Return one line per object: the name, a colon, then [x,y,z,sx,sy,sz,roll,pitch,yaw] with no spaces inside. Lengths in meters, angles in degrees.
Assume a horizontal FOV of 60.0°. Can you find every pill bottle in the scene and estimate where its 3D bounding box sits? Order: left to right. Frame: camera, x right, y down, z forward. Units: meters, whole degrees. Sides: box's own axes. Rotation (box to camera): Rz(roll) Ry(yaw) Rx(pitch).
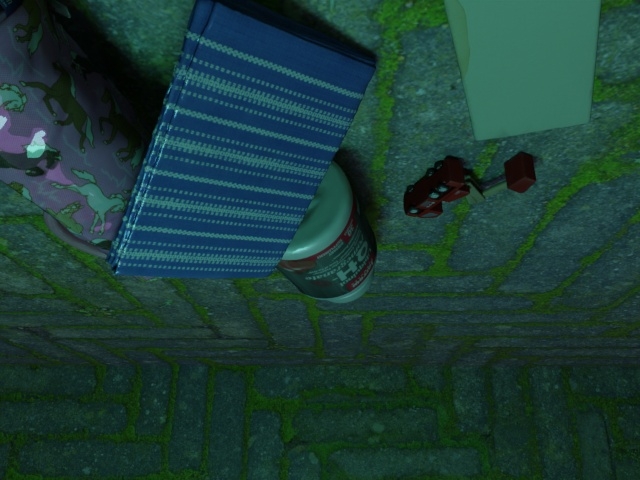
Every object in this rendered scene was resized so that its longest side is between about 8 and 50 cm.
pill bottle: [0.000,0.000,0.950,0.176,0.176,0.318,-6,156,15]

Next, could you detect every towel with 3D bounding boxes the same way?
towel: [-0.092,-0.094,0.653,0.243,0.040,0.336,5,123,-42]

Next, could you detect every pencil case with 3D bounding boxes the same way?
pencil case: [-0.270,-0.106,0.645,0.167,0.160,0.386,-29,138,4]

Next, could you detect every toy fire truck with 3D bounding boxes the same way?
toy fire truck: [0.237,-0.086,0.906,0.135,0.047,0.192,9,156,-21]

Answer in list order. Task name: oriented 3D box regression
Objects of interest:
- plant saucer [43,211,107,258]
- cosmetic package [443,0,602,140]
plant saucer: [-0.299,-0.044,0.973,0.332,0.084,0.332,1,157,1]
cosmetic package: [0.152,-0.232,0.438,0.113,0.160,0.309,-7,154,19]
